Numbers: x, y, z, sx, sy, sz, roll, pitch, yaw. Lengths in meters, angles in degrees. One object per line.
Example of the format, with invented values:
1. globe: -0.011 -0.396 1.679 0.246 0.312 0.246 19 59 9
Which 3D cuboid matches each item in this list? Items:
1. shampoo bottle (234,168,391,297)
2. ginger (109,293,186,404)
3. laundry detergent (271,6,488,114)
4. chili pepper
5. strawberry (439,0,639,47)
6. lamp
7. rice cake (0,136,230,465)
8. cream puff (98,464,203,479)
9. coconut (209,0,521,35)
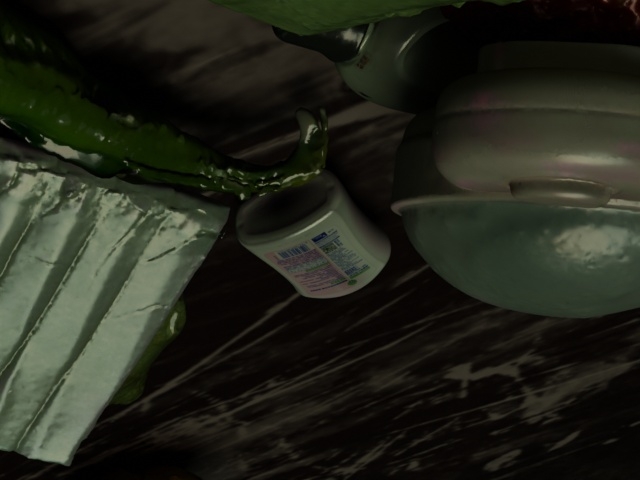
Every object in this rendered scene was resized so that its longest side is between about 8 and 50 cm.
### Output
1. shampoo bottle: 0.000 0.000 0.984 0.072 0.043 0.099 -23 146 17
2. ginger: -0.229 0.073 0.989 0.290 0.089 0.137 -1 118 -5
3. laundry detergent: 0.078 -0.100 0.832 0.226 0.070 0.099 12 163 -30
4. chili pepper: -0.149 -0.088 0.783 0.359 0.076 0.085 19 101 -41
5. strawberry: 0.106 -0.146 0.728 0.148 0.131 0.131 13 139 -32
6. lamp: 0.121 -0.019 0.765 0.180 0.107 0.246 0 168 10
7. rice cake: -0.176 0.033 0.908 0.189 0.037 0.198 17 114 -22
8. cream puff: -0.142 0.268 1.216 0.129 0.189 0.189 2 145 -35
9. coconut: 0.019 -0.192 0.441 0.329 0.328 0.281 -5 145 -10
